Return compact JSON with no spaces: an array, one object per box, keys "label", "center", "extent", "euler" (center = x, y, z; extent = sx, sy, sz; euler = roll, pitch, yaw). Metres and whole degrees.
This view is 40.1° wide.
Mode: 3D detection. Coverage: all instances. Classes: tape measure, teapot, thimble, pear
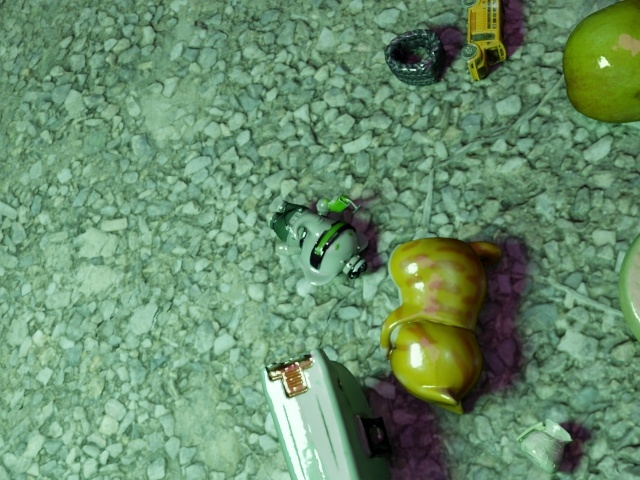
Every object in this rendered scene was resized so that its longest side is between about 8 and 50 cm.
[{"label":"tape measure","center":[0.023,0.292,1.308],"extent":[0.125,0.246,0.243],"euler":[-21,75,14]},{"label":"teapot","center":[0.329,0.297,1.294],"extent":[0.064,0.064,0.083],"euler":[-47,29,-9]},{"label":"thimble","center":[0.173,-0.335,1.592],"extent":[0.104,0.066,0.095],"euler":[26,84,28]},{"label":"pear","center":[0.481,-0.282,1.382],"extent":[0.200,0.200,0.200],"euler":[-8,68,19]}]

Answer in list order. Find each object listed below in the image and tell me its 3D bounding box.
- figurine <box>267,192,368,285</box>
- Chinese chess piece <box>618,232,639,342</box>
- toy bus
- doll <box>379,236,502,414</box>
[{"label":"figurine","center":[0.000,0.000,1.504],"extent":[0.192,0.126,0.147],"euler":[34,66,17]},{"label":"Chinese chess piece","center":[0.559,0.070,1.261],"extent":[0.250,0.101,0.250],"euler":[-8,68,19]},{"label":"toy bus","center":[0.290,-0.366,1.556],"extent":[0.074,0.069,0.162],"euler":[-3,68,18]},{"label":"doll","center":[0.180,0.122,1.362],"extent":[0.162,0.166,0.270],"euler":[3,74,25]}]
